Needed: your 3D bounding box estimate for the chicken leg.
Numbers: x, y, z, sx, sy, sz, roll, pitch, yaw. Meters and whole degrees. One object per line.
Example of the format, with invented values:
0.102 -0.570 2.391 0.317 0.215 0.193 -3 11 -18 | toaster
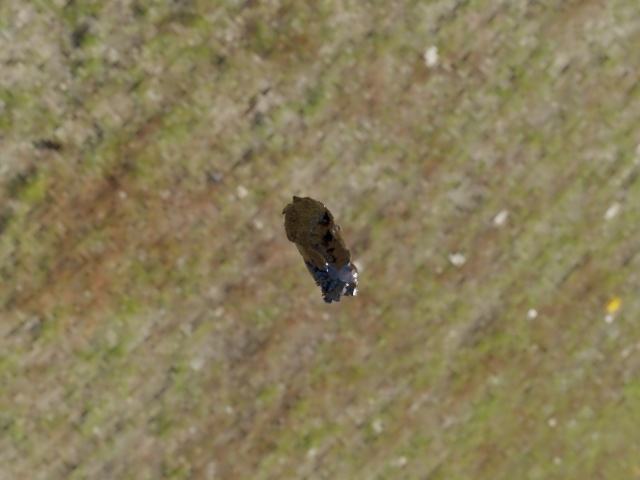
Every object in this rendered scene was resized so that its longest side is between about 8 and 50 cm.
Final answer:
-0.001 -0.001 0.656 0.021 0.083 0.036 -36 114 7 | chicken leg
